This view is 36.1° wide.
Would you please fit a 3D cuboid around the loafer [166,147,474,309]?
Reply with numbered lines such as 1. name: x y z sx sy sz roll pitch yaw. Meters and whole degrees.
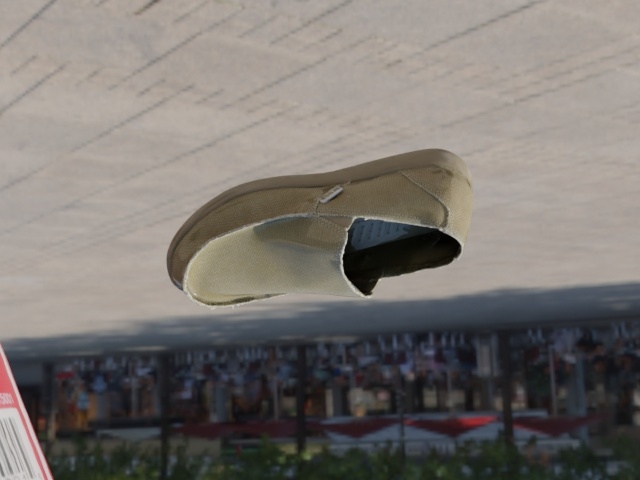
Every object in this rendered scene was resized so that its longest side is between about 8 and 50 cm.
1. loafer: 0.000 0.000 0.442 0.148 0.050 0.056 -19 133 7

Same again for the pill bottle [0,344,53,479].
1. pill bottle: -0.308 0.048 0.543 0.229 0.408 0.229 -23 170 -4
